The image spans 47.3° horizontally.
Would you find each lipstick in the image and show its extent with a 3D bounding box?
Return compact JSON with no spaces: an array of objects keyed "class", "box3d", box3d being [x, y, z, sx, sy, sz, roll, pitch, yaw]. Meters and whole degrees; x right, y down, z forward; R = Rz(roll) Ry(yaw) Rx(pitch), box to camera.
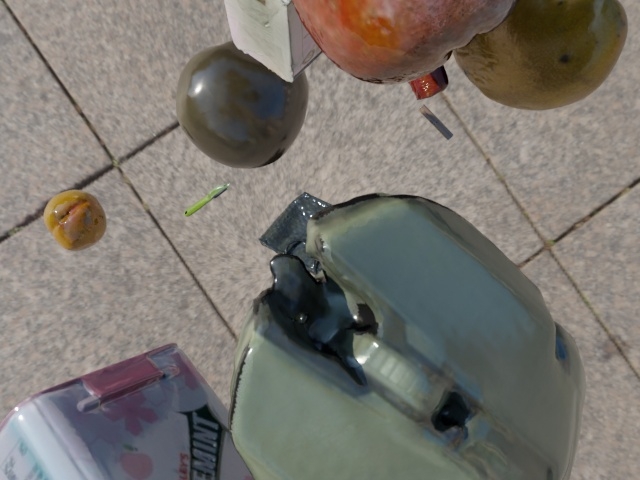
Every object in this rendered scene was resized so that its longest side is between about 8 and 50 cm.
[{"class":"lipstick","box3d":[0.246,-0.253,1.560,0.094,0.019,0.019,43,86,-10]}]

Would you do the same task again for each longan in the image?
[{"class":"longan","box3d":[-0.138,-0.244,1.280,0.215,0.246,0.246,1,87,25]}]

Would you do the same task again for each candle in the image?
[{"class":"candle","box3d":[0.102,-0.241,0.849,0.048,0.053,0.162,-38,115,-38]}]

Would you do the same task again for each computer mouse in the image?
[{"class":"computer mouse","box3d":[0.099,0.133,0.538,0.145,0.429,0.228,26,77,41]}]

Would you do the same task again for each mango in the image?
[{"class":"mango","box3d":[0.235,-0.228,0.840,0.108,0.262,0.157,-17,109,-15]}]

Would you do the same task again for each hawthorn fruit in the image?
[{"class":"hawthorn fruit","box3d":[0.076,-0.270,0.660,0.235,0.263,0.231,-18,51,20]}]

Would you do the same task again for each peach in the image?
[{"class":"peach","box3d":[-0.541,-0.048,1.615,0.138,0.138,0.138,0,88,-3]}]

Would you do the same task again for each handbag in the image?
[{"class":"handbag","box3d":[0.000,0.000,1.728,0.270,0.089,0.175,26,69,22]}]

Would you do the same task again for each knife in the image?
[{"class":"knife","box3d":[-0.286,-0.100,1.814,0.026,0.184,0.022,16,56,-40]}]

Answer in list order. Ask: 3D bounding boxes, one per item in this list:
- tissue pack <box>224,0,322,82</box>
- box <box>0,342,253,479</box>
[{"class":"tissue pack","box3d":[-0.009,-0.343,0.918,0.124,0.185,0.225,38,76,10]},{"class":"box","box3d":[-0.084,0.266,0.573,0.370,0.190,0.112,50,120,16]}]
